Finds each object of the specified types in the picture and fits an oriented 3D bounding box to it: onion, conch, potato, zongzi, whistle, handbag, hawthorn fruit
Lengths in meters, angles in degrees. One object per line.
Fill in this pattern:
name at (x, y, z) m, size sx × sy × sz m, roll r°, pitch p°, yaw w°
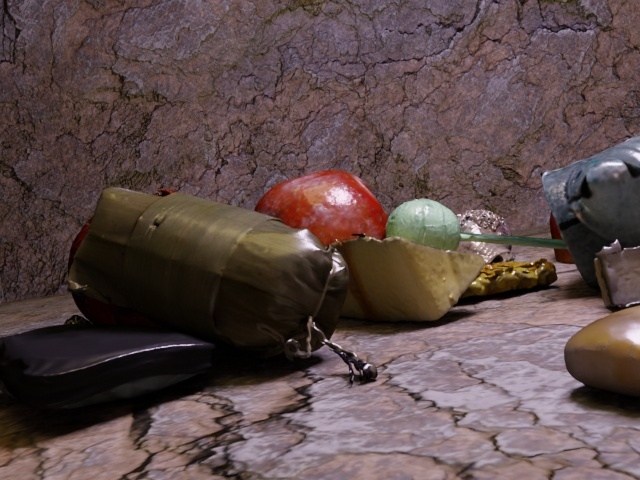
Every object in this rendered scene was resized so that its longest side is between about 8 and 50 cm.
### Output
onion at (-0.296, 0.045, 1.083) m, size 0.276 × 0.276 × 0.276 m, roll -8°, pitch 1°, yaw 0°
conch at (0.344, 0.020, 1.366) m, size 0.178 × 0.163 × 0.245 m, roll -40°, pitch 16°, yaw 9°
potato at (0.396, 0.039, 0.744) m, size 0.122 × 0.086 × 0.061 m, roll -10°, pitch -13°, yaw 12°
zongzi at (-0.055, 0.088, 0.825) m, size 0.447 × 0.182 × 0.418 m, roll 14°, pitch -17°, yaw 31°
whistle at (0.464, -0.062, 0.970) m, size 0.168 × 0.188 × 0.404 m, roll -24°, pitch 4°, yaw 25°
handbag at (-0.272, 0.137, 0.712) m, size 0.191 × 0.075 × 0.332 m, roll -7°, pitch 0°, yaw -40°
hawthorn fruit at (0.000, 0.000, 1.177) m, size 0.284 × 0.285 × 0.284 m, roll -8°, pitch 1°, yaw 0°

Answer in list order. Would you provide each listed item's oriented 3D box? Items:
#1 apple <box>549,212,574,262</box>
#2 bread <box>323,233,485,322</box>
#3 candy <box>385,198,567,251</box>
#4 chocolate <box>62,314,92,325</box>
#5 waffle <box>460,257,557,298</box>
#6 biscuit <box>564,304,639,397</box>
apple at (0.669, -0.034, 1.324) m, size 0.328 × 0.295 × 0.365 m, roll 29°, pitch 2°, yaw -1°
bread at (0.093, 0.051, 0.921) m, size 0.178 × 0.142 × 0.266 m, roll 25°, pitch -19°, yaw -25°
candy at (0.330, 0.000, 1.109) m, size 0.439 × 0.119 × 0.119 m, roll 5°, pitch -1°, yaw -12°
chocolate at (-0.391, 0.155, 0.996) m, size 0.072 × 0.070 × 0.147 m, roll -14°, pitch 0°, yaw -27°
waffle at (0.259, 0.065, 1.055) m, size 0.254 × 0.052 × 0.245 m, roll -7°, pitch 0°, yaw -15°
biscuit at (0.349, 0.062, 0.431) m, size 0.290 × 0.062 × 0.237 m, roll -7°, pitch 0°, yaw -26°
